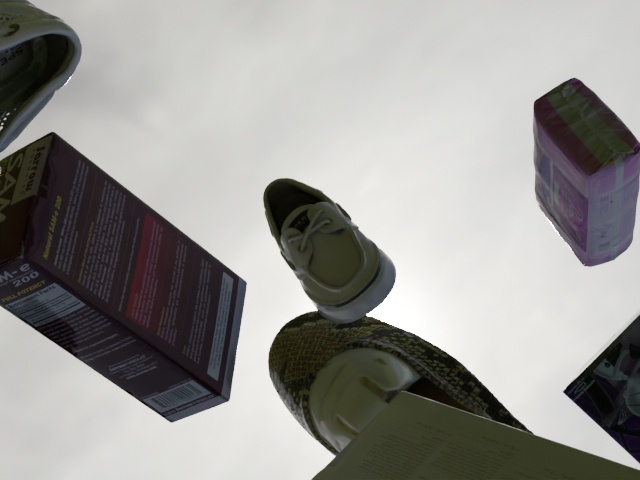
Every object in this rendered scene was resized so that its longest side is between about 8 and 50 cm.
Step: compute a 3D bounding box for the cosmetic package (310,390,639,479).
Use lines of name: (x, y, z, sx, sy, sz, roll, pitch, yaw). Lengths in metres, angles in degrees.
cosmetic package: (0.100, 0.279, 1.274, 0.284, 0.097, 0.377, -39, -153, -23)

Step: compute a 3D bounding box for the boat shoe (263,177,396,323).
boat shoe: (0.000, 0.000, 1.718, 0.096, 0.088, 0.267, -40, -153, 5)

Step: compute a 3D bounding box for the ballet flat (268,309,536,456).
ballet flat: (0.129, 0.219, 1.656, 0.483, 0.182, 0.164, 34, -82, 17)

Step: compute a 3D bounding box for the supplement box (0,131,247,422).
supplement box: (-0.170, 0.035, 1.321, 0.073, 0.239, 0.130, -23, -137, 32)

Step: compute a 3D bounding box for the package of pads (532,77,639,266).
package of pads: (0.120, -0.030, 0.725, 0.032, 0.083, 0.050, -27, -121, -9)

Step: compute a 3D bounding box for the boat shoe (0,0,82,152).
boat shoe: (-0.258, -0.052, 0.953, 0.277, 0.098, 0.096, -45, -147, -19)

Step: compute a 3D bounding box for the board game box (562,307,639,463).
board game box: (0.440, 0.118, 1.689, 0.347, 0.208, 0.056, -52, 176, 33)
